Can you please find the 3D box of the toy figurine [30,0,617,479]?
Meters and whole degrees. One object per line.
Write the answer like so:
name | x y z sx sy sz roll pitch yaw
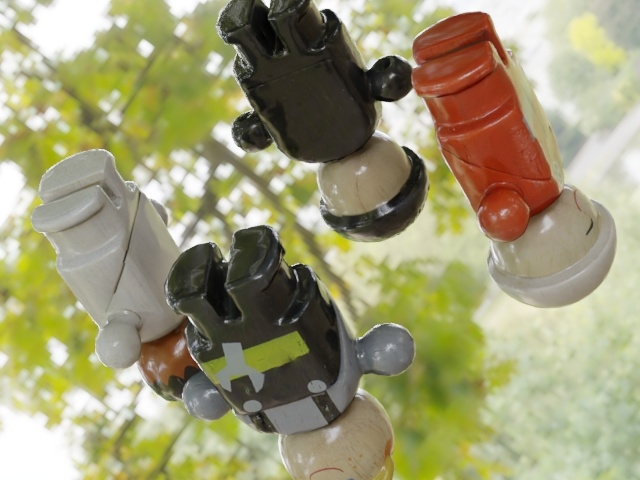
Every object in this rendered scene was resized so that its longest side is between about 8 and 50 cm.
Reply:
toy figurine | 0.000 0.000 0.750 0.209 0.148 0.213 -46 37 -20
